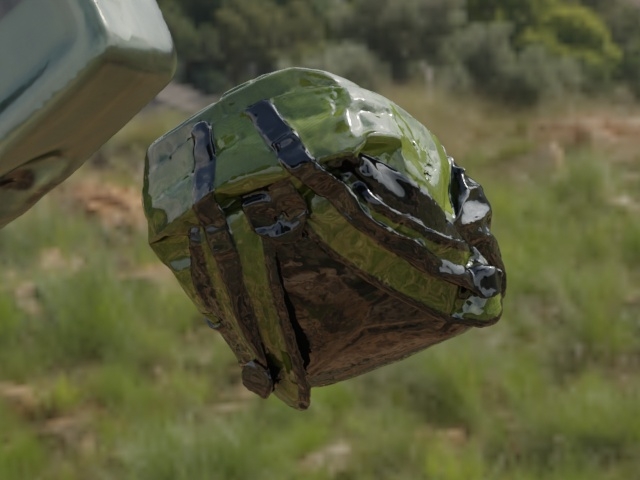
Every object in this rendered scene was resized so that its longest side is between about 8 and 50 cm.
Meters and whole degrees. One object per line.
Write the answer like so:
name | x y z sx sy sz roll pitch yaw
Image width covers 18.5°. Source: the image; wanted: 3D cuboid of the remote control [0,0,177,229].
remote control | -0.144 -0.134 0.584 0.123 0.285 0.038 -35 -20 27

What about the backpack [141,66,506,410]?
backpack | 0.000 0.000 1.267 0.207 0.253 0.140 -26 51 13
